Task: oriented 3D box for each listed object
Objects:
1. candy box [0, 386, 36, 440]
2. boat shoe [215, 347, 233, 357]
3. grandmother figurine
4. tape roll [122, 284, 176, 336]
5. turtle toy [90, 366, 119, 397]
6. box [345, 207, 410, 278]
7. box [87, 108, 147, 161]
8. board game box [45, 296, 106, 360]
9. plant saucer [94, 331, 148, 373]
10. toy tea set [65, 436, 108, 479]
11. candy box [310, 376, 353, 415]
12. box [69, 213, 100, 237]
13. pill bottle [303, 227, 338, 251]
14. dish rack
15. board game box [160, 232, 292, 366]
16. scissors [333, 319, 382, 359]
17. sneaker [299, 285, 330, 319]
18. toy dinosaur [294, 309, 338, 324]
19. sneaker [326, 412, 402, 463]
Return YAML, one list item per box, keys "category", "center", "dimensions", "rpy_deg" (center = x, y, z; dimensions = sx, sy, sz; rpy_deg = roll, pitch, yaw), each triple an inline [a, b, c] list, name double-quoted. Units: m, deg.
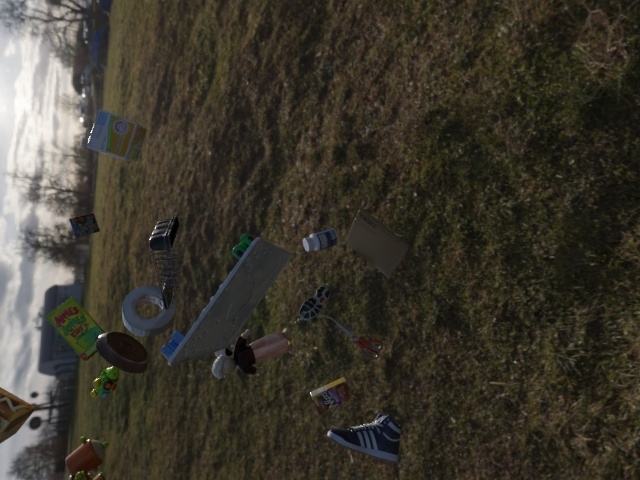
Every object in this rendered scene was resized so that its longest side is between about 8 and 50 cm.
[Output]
- category: "candy box"
  center: [-0.937, 0.407, 1.057]
  dimensions: [0.088, 0.316, 0.183]
  rpy_deg: [-56, 9, -18]
- category: "boat shoe"
  center: [-0.467, 0.570, 2.044]
  dimensions: [0.184, 0.063, 0.066]
  rpy_deg: [73, -164, -51]
- category: "grandmother figurine"
  center: [-0.284, 0.470, 1.694]
  dimensions: [0.104, 0.342, 0.208]
  rpy_deg: [-12, 97, 68]
- category: "tape roll"
  center: [-0.748, 0.305, 1.785]
  dimensions: [0.072, 0.219, 0.219]
  rpy_deg: [119, 142, -46]
- category: "turtle toy"
  center: [-0.774, 0.513, 1.484]
  dimensions: [0.095, 0.066, 0.130]
  rpy_deg: [-69, 1, -72]
- category: "box"
  center: [0.180, 0.011, 1.332]
  dimensions: [0.201, 0.021, 0.165]
  rpy_deg: [41, 141, 17]
- category: "box"
  center: [-0.589, -0.302, 1.195]
  dimensions: [0.203, 0.103, 0.114]
  rpy_deg: [-146, 76, -71]
- category: "board game box"
  center: [-0.755, 0.276, 1.276]
  dimensions: [0.181, 0.092, 0.043]
  rpy_deg: [47, 158, 2]
- category: "plant saucer"
  center: [-0.567, 0.318, 1.182]
  dimensions: [0.029, 0.168, 0.168]
  rpy_deg: [-51, 35, 1]
- category: "toy tea set"
  center: [-0.735, 0.823, 1.395]
  dimensions: [0.200, 0.124, 0.336]
  rpy_deg: [30, 141, 44]
- category: "candy box"
  center: [0.055, 0.763, 1.998]
  dimensions: [0.053, 0.186, 0.109]
  rpy_deg: [-148, 36, -79]
- category: "box"
  center: [-1.128, -0.072, 1.953]
  dimensions: [0.137, 0.027, 0.094]
  rpy_deg: [-47, -56, -74]
- category: "pill bottle"
  center: [0.000, 0.000, 2.079]
  dimensions: [0.094, 0.169, 0.094]
  rpy_deg: [46, 145, 46]
- category: "dish rack"
  center: [-0.487, 0.077, 1.316]
  dimensions: [0.208, 0.074, 0.272]
  rpy_deg: [-115, 21, -65]
- category: "board game box"
  center: [-0.253, 0.167, 1.203]
  dimensions: [0.390, 0.050, 0.390]
  rpy_deg: [-55, -12, -1]
- category: "scissors"
  center: [0.171, 0.491, 1.996]
  dimensions: [0.109, 0.296, 0.021]
  rpy_deg: [-60, 10, 18]
- category: "sneaker"
  center: [-0.019, 0.245, 1.518]
  dimensions: [0.068, 0.170, 0.071]
  rpy_deg: [35, 134, 15]
- category: "toy dinosaur"
  center: [-0.048, 0.419, 2.198]
  dimensions: [0.267, 0.118, 0.064]
  rpy_deg: [-8, 65, 34]
- category: "sneaker"
  center: [0.169, 0.697, 1.495]
  dimensions: [0.099, 0.282, 0.153]
  rpy_deg: [140, 151, -70]
